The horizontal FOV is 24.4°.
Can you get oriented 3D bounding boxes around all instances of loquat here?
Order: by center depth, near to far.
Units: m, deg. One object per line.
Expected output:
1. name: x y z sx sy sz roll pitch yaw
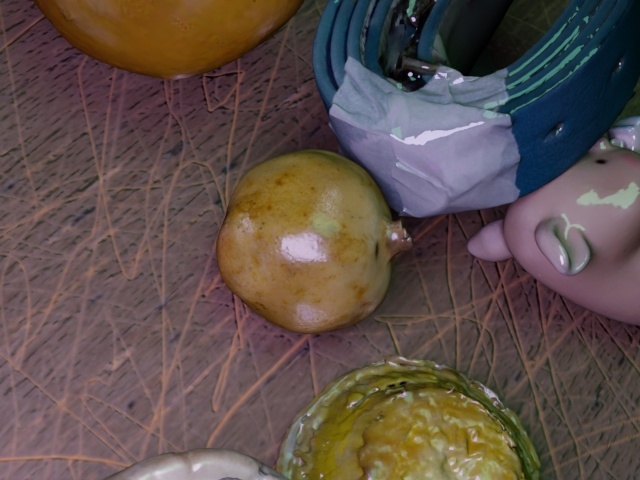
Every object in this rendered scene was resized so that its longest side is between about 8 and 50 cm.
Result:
1. loquat: -0.157 -0.321 1.540 0.328 0.328 0.328 9 56 -14

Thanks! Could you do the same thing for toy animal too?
1. toy animal: 0.330 -0.023 1.584 0.256 0.195 0.213 23 84 -17

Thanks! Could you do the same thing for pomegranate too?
1. pomegranate: 0.000 0.000 1.471 0.196 0.196 0.196 9 56 -14

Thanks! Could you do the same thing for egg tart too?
1. egg tart: 0.100 0.231 1.399 0.295 0.116 0.294 10 57 -15

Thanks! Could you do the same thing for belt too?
1. belt: 0.180 -0.224 1.557 0.300 0.173 0.436 22 67 28

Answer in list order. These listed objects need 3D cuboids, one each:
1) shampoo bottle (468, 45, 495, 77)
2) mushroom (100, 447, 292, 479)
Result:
1. shampoo bottle: 0.158 -0.164 1.693 0.080 0.079 0.246 -2 59 -21
2. mushroom: -0.092 0.281 1.223 0.254 0.234 0.260 41 56 4
